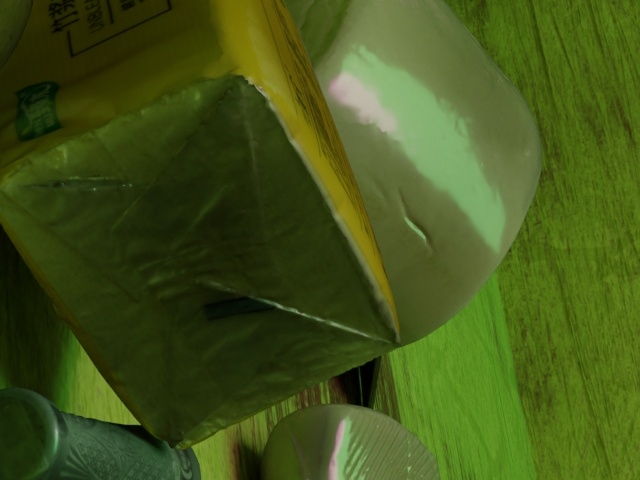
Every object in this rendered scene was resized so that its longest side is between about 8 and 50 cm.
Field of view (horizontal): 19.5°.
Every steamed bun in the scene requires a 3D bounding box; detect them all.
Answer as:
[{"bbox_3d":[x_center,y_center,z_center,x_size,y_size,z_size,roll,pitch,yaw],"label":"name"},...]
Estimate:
[{"bbox_3d":[0.042,-0.138,1.959,0.371,0.290,0.456,50,14,-26],"label":"steamed bun"},{"bbox_3d":[0.015,0.263,1.872,0.239,0.153,0.170,33,49,-49],"label":"steamed bun"}]

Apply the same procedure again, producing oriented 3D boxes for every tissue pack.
[{"bbox_3d":[-0.113,-0.082,1.413,0.382,0.228,0.293,-110,173,-52],"label":"tissue pack"}]

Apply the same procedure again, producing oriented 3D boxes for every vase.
[{"bbox_3d":[-0.170,0.160,1.320,0.219,0.096,0.096,37,39,-65],"label":"vase"}]

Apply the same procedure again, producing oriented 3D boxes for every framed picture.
[{"bbox_3d":[0.063,0.105,2.327,0.231,0.010,0.173,96,-7,-49],"label":"framed picture"}]

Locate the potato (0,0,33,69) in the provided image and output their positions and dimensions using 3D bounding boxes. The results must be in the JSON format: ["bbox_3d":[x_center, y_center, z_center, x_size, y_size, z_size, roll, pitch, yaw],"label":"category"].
[{"bbox_3d":[-0.261,-0.183,1.189,0.251,0.159,0.174,-96,-170,-68],"label":"potato"}]
